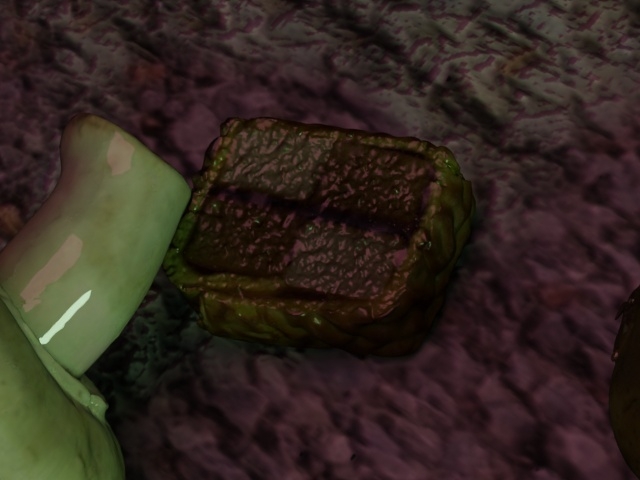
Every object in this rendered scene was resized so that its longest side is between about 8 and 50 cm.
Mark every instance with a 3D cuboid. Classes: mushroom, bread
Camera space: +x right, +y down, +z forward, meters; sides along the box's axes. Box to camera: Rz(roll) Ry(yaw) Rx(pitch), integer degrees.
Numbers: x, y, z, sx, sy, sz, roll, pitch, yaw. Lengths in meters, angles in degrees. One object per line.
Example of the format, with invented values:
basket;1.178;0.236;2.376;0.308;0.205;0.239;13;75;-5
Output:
mushroom;-0.272;0.082;1.355;0.315;0.315;0.356;-5;79;18
bread;0.000;0.000;1.439;0.222;0.096;0.181;9;68;22

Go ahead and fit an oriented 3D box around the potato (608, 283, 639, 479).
potato;0.286;0.069;1.266;0.169;0.143;0.248;19;71;21
